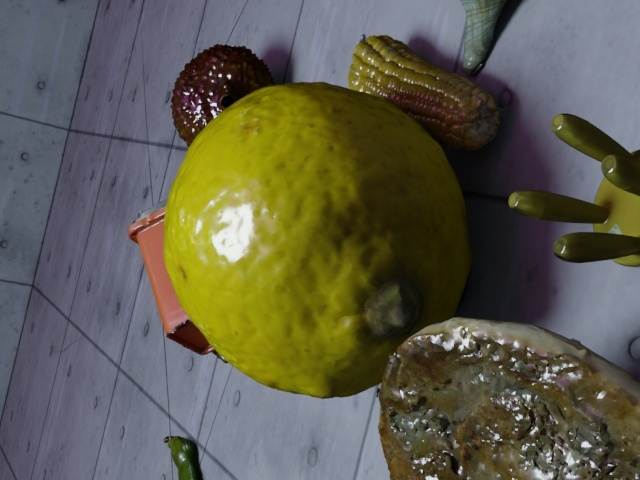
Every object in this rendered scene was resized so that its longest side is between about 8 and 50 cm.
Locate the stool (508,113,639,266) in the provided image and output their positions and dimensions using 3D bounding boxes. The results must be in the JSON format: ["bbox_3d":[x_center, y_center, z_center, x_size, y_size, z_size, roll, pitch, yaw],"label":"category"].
[{"bbox_3d":[0.251,-0.040,0.838,0.134,0.110,0.135,-21,62,56],"label":"stool"}]

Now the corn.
[{"bbox_3d":[0.123,-0.179,1.151,0.291,0.101,0.101,41,115,54],"label":"corn"}]

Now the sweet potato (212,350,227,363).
[{"bbox_3d":[-0.185,0.070,1.622,0.108,0.079,0.346,-24,53,29],"label":"sweet potato"}]

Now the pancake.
[{"bbox_3d":[0.179,0.235,0.795,0.356,0.065,0.356,19,116,45],"label":"pancake"}]

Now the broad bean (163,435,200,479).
[{"bbox_3d":[-0.220,0.416,1.563,0.256,0.052,0.052,-113,7,-48],"label":"broad bean"}]

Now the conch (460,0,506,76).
[{"bbox_3d":[0.189,-0.325,1.073,0.234,0.114,0.137,129,156,-48],"label":"conch"}]

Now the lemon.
[{"bbox_3d":[0.000,0.000,1.042,0.387,0.349,0.350,38,112,64],"label":"lemon"}]

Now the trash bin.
[{"bbox_3d":[-0.180,0.042,1.490,0.184,0.161,0.239,-28,57,15],"label":"trash bin"}]

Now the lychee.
[{"bbox_3d":[-0.157,-0.230,1.571,0.238,0.200,0.200,-156,80,-77],"label":"lychee"}]
